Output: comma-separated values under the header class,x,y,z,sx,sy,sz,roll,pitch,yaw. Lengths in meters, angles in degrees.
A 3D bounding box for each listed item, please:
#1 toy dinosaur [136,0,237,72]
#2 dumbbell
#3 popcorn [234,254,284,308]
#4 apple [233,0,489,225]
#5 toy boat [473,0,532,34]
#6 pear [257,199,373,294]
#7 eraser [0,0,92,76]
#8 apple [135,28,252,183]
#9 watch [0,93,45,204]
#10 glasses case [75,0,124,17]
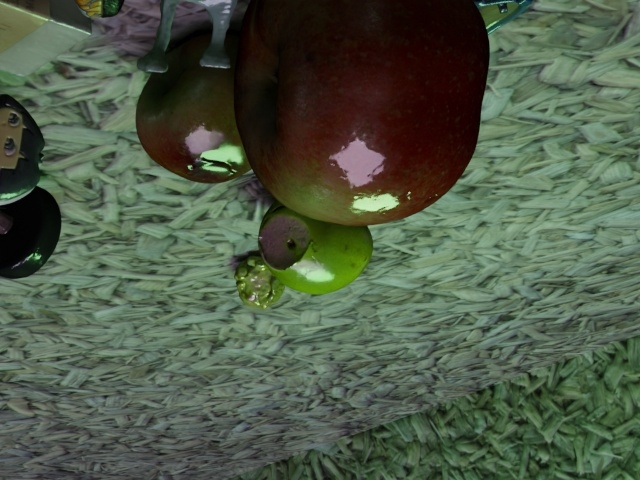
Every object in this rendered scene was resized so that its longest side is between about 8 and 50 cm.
class,x,y,z,sx,sy,sz,roll,pitch,yaw
toy dinosaur,-0.136,-0.285,1.560,0.092,0.205,0.393,8,-177,15
dumbbell,-0.510,-0.039,2.054,0.152,0.152,0.218,-17,157,23
popcorn,-0.111,0.078,2.583,0.097,0.109,0.089,20,-155,23
apple,0.049,-0.186,1.640,0.277,0.348,0.348,-2,158,-22
toy boat,0.198,-0.269,1.795,0.088,0.102,0.215,6,154,-37
pear,0.000,0.000,2.303,0.187,0.187,0.219,-22,162,32
eraser,-0.435,-0.284,1.562,0.144,0.078,0.343,-23,155,35
apple,-0.138,-0.171,1.824,0.207,0.174,0.188,-51,131,-5
watch,-0.513,-0.119,1.818,0.244,0.196,0.231,5,162,-35
glasses case,-0.231,-0.348,1.409,0.082,0.122,0.321,-3,158,-11
